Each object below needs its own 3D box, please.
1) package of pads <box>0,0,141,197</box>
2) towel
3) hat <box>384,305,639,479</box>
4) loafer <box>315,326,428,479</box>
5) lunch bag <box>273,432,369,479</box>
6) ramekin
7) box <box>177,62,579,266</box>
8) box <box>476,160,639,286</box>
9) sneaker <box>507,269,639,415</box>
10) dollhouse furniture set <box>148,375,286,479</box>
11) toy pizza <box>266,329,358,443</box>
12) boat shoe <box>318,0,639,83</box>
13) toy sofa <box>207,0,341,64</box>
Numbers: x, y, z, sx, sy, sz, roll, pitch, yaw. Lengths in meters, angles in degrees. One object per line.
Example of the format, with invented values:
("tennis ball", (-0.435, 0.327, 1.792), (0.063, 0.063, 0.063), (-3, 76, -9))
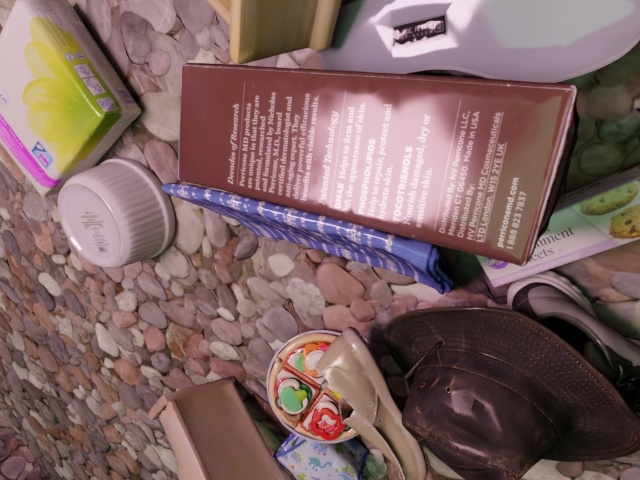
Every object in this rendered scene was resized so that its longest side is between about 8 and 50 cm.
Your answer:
("package of pads", (-0.485, -0.249, 0.765), (0.297, 0.101, 0.229), (-28, 98, 34))
("towel", (0.000, 0.000, 0.547), (0.336, 0.243, 0.040), (15, 85, 23))
("hat", (0.195, 0.227, 0.534), (0.331, 0.134, 0.331), (29, 146, 22))
("loafer", (0.078, 0.265, 0.657), (0.092, 0.102, 0.268), (-28, 94, -1))
("lunch bag", (-0.003, 0.420, 0.810), (0.129, 0.096, 0.151), (44, 114, 4))
("ramekin", (-0.392, -0.046, 0.800), (0.207, 0.109, 0.207), (11, 116, 23))
("box", (0.048, -0.098, 0.456), (0.381, 0.191, 0.143), (18, 107, 29))
("box", (0.327, -0.039, 0.448), (0.324, 0.063, 0.067), (-27, 96, 34))
("sneaker", (0.340, 0.151, 0.501), (0.271, 0.108, 0.100), (36, 121, 7))
("dollhouse furniture set", (-0.286, 0.512, 0.861), (0.394, 0.362, 0.256), (-50, 61, 24))
("toy pizza", (0.004, 0.254, 0.720), (0.201, 0.032, 0.201), (1, 94, 7))
("boat shoe", (0.151, -0.216, 0.439), (0.306, 0.105, 0.113), (3, 117, 34))
("toy sofa", (-0.100, -0.365, 0.445), (0.362, 0.177, 0.150), (51, 149, 19))
